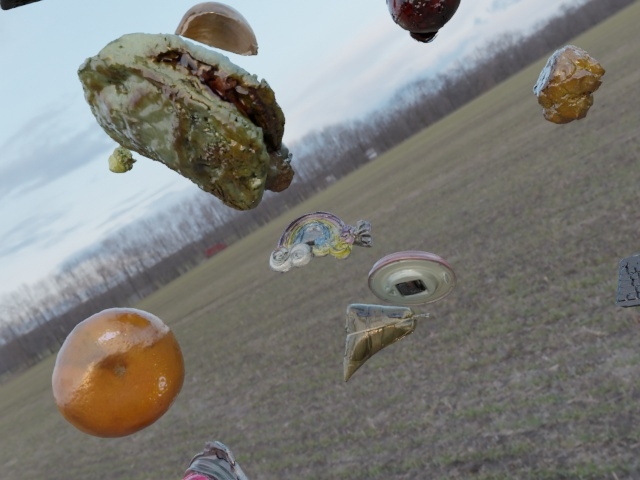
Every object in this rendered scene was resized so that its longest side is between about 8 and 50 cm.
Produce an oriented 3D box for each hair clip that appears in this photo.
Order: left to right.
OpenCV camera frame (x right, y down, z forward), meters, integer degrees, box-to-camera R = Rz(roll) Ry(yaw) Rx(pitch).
[{"bbox_3d":[0.000,-0.001,1.099,0.172,0.049,0.116,-6,37,6],"label":"hair clip"}]

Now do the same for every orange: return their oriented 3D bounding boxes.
[{"bbox_3d":[-0.373,0.242,1.232,0.240,0.240,0.171,-32,12,-16],"label":"orange"}]

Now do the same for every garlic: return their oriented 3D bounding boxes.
[{"bbox_3d":[-0.228,-0.488,1.519,0.087,0.195,0.101,-104,29,-77],"label":"garlic"}]

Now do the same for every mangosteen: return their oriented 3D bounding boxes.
[{"bbox_3d":[0.220,-0.512,1.424,0.166,0.166,0.180,-32,-15,-5],"label":"mangosteen"}]

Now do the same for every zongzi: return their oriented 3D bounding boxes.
[{"bbox_3d":[0.146,0.234,1.489,0.189,0.178,0.081,3,-7,10],"label":"zongzi"}]

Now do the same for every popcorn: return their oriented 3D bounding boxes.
[{"bbox_3d":[-0.473,-0.189,1.583,0.068,0.059,0.083,-51,2,-17],"label":"popcorn"}]

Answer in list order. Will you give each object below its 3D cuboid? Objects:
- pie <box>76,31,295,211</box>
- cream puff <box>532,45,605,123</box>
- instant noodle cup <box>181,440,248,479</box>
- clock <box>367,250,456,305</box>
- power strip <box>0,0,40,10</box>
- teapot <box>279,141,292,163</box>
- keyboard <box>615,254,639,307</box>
[{"bbox_3d":[-0.270,-0.223,1.271,0.395,0.418,0.180,82,-151,-65],"label":"pie"},{"bbox_3d":[0.395,-0.245,1.053,0.122,0.094,0.116,-62,0,-3],"label":"cream puff"},{"bbox_3d":[-0.207,0.486,1.037,0.181,0.302,0.258,-18,7,-39],"label":"instant noodle cup"},{"bbox_3d":[0.252,0.112,1.838,0.244,0.244,0.056,-28,43,38],"label":"clock"},{"bbox_3d":[-0.495,-0.519,1.260,0.256,0.070,0.105,-28,-4,-29],"label":"power strip"},{"bbox_3d":[-0.139,-0.212,1.810,0.149,0.108,0.111,-60,9,7],"label":"teapot"},{"bbox_3d":[0.484,0.031,0.804,0.250,0.017,0.087,-15,44,46],"label":"keyboard"}]
